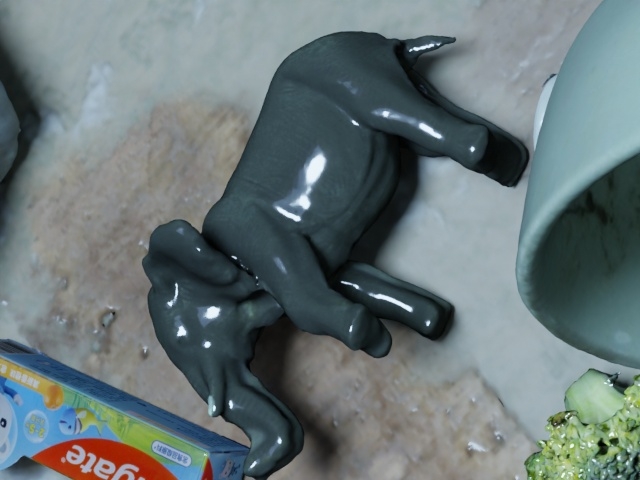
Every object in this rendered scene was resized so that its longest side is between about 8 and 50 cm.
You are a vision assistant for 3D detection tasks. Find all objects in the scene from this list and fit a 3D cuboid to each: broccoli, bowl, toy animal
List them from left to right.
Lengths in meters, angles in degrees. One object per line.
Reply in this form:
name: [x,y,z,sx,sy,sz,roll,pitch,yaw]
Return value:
toy animal: [0.001,0.003,1.006,0.146,0.114,0.245,26,77,25]
broccoli: [0.142,0.090,0.920,0.092,0.095,0.097,-123,29,-44]
bowl: [0.217,-0.060,0.790,0.289,0.289,0.146,-19,59,29]

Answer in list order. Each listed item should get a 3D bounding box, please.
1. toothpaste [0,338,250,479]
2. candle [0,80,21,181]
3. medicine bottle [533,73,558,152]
toothpaste: [-0.134,0.119,1.103,0.193,0.044,0.070,20,97,32]
candle: [-0.307,-0.097,1.135,0.221,0.221,0.342,-42,68,21]
medicine bottle: [0.154,-0.052,0.937,0.089,0.057,0.057,6,88,33]
